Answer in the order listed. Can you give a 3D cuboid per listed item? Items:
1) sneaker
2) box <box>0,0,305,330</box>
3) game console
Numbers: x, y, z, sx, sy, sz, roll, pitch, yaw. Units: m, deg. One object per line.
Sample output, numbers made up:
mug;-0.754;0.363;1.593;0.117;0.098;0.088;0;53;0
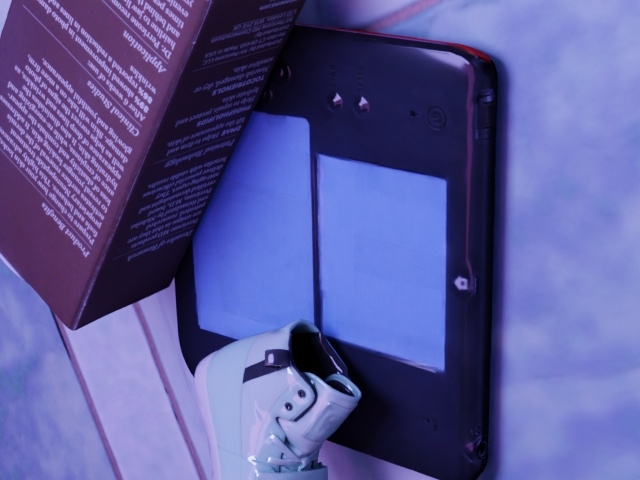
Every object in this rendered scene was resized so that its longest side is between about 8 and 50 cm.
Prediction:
sneaker;-0.021;0.195;1.140;0.151;0.094;0.256;-32;70;42
box;-0.172;-0.125;1.138;0.191;0.143;0.381;45;129;18
game console;0.000;0.000;1.164;0.342;0.060;0.386;16;118;39
